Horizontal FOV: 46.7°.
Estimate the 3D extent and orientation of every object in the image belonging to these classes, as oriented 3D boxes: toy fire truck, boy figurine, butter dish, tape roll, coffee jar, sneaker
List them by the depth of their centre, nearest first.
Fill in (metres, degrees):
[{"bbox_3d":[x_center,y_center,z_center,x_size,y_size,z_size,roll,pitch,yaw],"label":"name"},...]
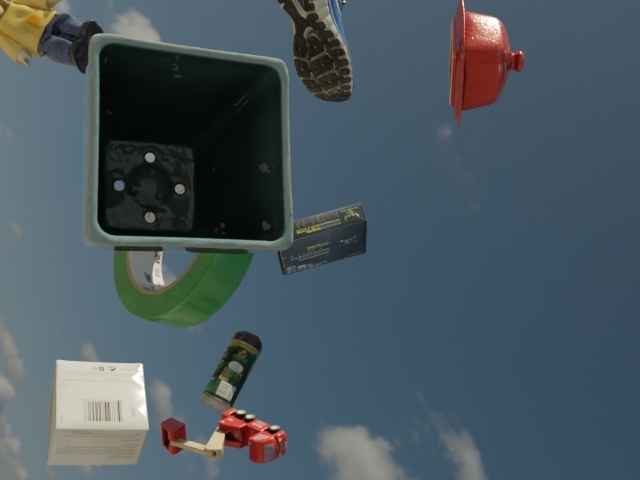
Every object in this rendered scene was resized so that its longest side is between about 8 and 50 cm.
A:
[{"bbox_3d":[0.270,-0.290,1.204,0.160,0.118,0.160,81,13,-49],"label":"butter dish"},{"bbox_3d":[-0.167,0.340,1.271,0.192,0.135,0.047,12,-71,41],"label":"toy fire truck"},{"bbox_3d":[-0.240,-0.009,1.309,0.321,0.077,0.321,-21,-123,37],"label":"tape roll"},{"bbox_3d":[-0.578,-0.436,1.490,0.285,0.177,0.092,23,-14,9],"label":"boy figurine"},{"bbox_3d":[0.010,-0.447,1.528,0.130,0.147,0.330,-2,-62,31],"label":"sneaker"},{"bbox_3d":[-0.205,0.305,1.741,0.079,0.184,0.096,27,-32,0],"label":"coffee jar"}]

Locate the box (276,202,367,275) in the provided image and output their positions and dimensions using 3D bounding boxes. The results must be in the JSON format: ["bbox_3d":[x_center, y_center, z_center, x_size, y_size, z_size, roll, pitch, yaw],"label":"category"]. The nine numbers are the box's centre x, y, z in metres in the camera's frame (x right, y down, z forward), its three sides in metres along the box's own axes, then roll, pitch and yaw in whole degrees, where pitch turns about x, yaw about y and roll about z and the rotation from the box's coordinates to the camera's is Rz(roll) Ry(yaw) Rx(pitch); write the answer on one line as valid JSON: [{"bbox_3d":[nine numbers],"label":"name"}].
[{"bbox_3d":[0.000,0.000,1.878,0.183,0.232,0.059,85,-12,-62],"label":"box"}]

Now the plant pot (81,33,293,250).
[{"bbox_3d":[-0.202,-0.097,0.988,0.252,0.248,0.247,-17,-107,63],"label":"plant pot"}]

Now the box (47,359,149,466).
[{"bbox_3d":[-0.454,0.350,1.509,0.182,0.181,0.119,-112,-142,-47],"label":"box"}]
